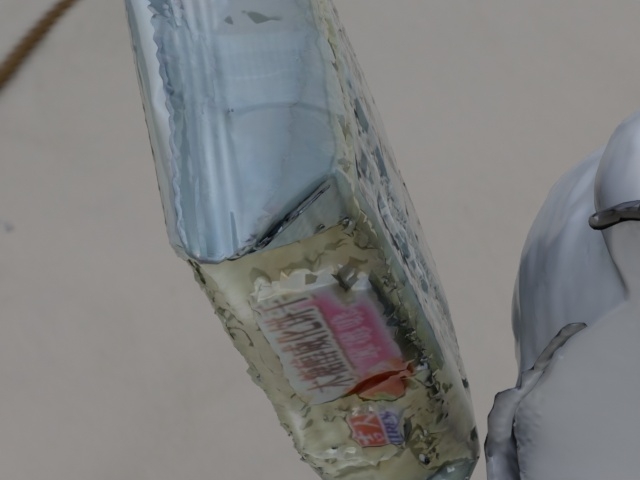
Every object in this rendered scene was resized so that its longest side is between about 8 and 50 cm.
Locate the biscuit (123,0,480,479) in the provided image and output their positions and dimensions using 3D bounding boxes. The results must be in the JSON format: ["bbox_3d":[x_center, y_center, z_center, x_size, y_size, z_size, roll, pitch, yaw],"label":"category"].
[{"bbox_3d":[0.001,0.004,0.680,0.079,0.309,0.186,-14,58,7],"label":"biscuit"}]

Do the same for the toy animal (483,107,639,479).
[{"bbox_3d":[0.210,-0.018,0.736,0.194,0.258,0.357,20,47,18],"label":"toy animal"}]
